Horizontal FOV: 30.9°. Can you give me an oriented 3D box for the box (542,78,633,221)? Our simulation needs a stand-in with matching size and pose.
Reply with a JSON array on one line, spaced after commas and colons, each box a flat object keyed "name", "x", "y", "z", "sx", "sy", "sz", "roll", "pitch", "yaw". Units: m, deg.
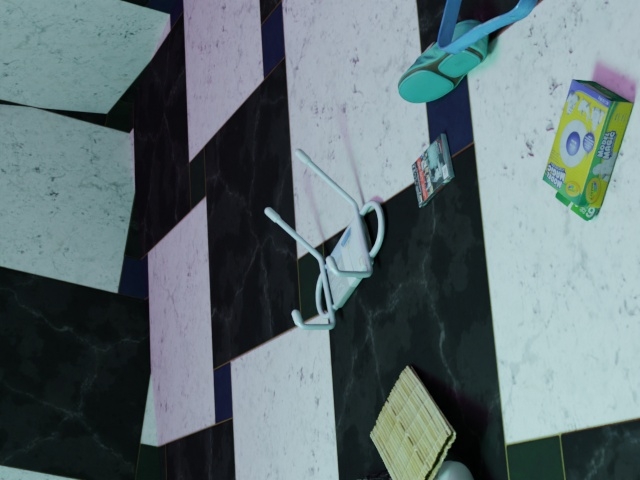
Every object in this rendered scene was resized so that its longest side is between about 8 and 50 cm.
[{"name": "box", "x": 0.368, "y": -0.125, "z": 1.624, "sx": 0.105, "sy": 0.043, "sz": 0.179, "roll": -129, "pitch": 45, "yaw": -58}]

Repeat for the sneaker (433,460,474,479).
[{"name": "sneaker", "x": 0.261, "y": 0.451, "z": 1.763, "sx": 0.169, "sy": 0.108, "sz": 0.293, "roll": -42, "pitch": 44, "yaw": 40}]

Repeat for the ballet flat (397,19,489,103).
[{"name": "ballet flat", "x": 0.216, "y": -0.308, "z": 1.977, "sx": 0.247, "sy": 0.083, "sz": 0.087, "roll": -29, "pitch": 37, "yaw": 63}]

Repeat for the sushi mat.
[{"name": "sushi mat", "x": 0.153, "y": 0.329, "z": 1.969, "sx": 0.151, "sy": 0.019, "sz": 0.316, "roll": -64, "pitch": 14, "yaw": 9}]

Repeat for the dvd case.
[{"name": "dvd case", "x": 0.198, "y": -0.123, "z": 2.057, "sx": 0.119, "sy": 0.013, "sz": 0.087, "roll": 129, "pitch": 138, "yaw": -56}]

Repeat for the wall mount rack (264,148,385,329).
[{"name": "wall mount rack", "x": 0.000, "y": 0.000, "z": 2.362, "sx": 0.350, "sy": 0.130, "sz": 0.304, "roll": 122, "pitch": 144, "yaw": -48}]

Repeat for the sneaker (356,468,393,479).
[{"name": "sneaker", "x": 0.107, "y": 0.480, "z": 2.122, "sx": 0.271, "sy": 0.100, "sz": 0.108, "roll": 127, "pitch": 128, "yaw": -61}]

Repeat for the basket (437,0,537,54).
[{"name": "basket", "x": 0.262, "y": -0.432, "z": 1.699, "sx": 0.254, "sy": 0.201, "sz": 0.289, "roll": 164, "pitch": 117, "yaw": -65}]
